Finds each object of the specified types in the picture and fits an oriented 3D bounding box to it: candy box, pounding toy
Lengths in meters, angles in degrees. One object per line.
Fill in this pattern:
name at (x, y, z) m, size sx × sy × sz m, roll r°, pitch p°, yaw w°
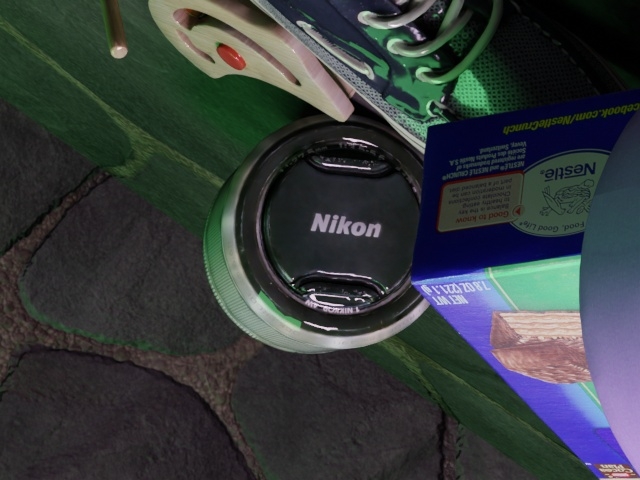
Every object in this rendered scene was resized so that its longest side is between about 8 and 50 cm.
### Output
candy box at (0.244, 0.039, 1.008) m, size 0.268 × 0.122 × 0.317 m, roll -9°, pitch 147°, yaw 31°
pounding toy at (-0.085, -0.163, 1.339) m, size 0.269 × 0.155 × 0.154 m, roll 30°, pitch 164°, yaw 27°

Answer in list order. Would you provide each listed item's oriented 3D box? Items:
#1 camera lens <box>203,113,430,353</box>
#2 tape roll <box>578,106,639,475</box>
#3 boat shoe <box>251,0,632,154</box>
camera lens at (0.000, 0.000, 1.620) m, size 0.219 × 0.219 × 0.274 m, roll 36°, pitch 170°, yaw -5°
tape roll at (0.259, 0.023, 0.734) m, size 0.275 × 0.275 × 0.090 m, roll 36°, pitch 170°, yaw -6°
boat shoe at (0.059, -0.141, 1.042) m, size 0.340 × 0.127 × 0.158 m, roll 34°, pitch 177°, yaw 14°
